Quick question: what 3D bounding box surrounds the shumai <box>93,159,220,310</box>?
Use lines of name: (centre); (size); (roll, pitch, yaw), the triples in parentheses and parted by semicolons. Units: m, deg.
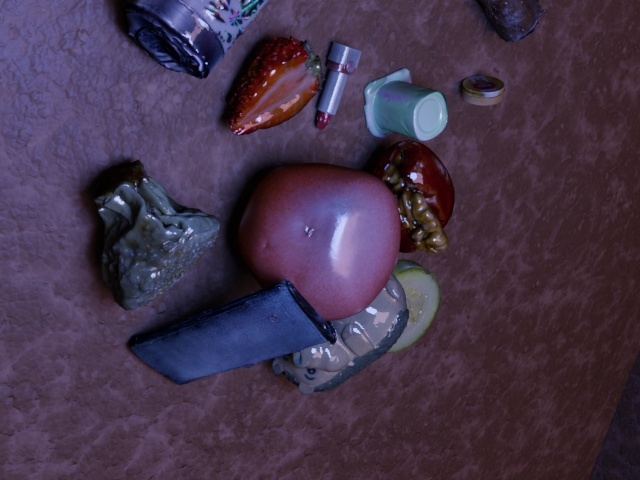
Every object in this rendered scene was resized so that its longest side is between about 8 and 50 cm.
shumai: (-0.333, -0.015, 1.503); (0.260, 0.222, 0.225); (-52, 173, 34)

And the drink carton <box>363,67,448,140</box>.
drink carton: (0.200, -0.292, 1.819); (0.146, 0.142, 0.144); (-30, 127, -30)

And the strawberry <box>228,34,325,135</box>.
strawberry: (-0.097, -0.300, 1.595); (0.228, 0.098, 0.174); (-50, 151, 5)

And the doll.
doll: (0.042, 0.201, 1.861); (0.349, 0.247, 0.247); (-48, 135, 8)

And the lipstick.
lipstick: (0.030, -0.323, 1.717); (0.063, 0.057, 0.186); (5, 109, -43)

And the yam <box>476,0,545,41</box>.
yam: (0.417, -0.596, 1.878); (0.131, 0.131, 0.280); (-55, 133, -6)

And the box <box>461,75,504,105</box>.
box: (0.399, -0.369, 1.979); (0.105, 0.105, 0.037); (-25, 131, -31)

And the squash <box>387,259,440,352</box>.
squash: (0.208, 0.176, 2.110); (0.252, 0.049, 0.252); (-18, 121, -33)

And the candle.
candle: (-0.179, -0.443, 1.391); (0.330, 0.187, 0.187); (-53, 134, -11)

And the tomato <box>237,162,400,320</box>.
tomato: (0.000, 0.000, 1.644); (0.341, 0.273, 0.341); (1, 85, -5)

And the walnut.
walnut: (0.203, -0.081, 1.831); (0.222, 0.244, 0.269); (-26, 151, 8)

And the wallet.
wallet: (-0.182, 0.198, 1.623); (0.379, 0.046, 0.190); (-20, 133, 21)
